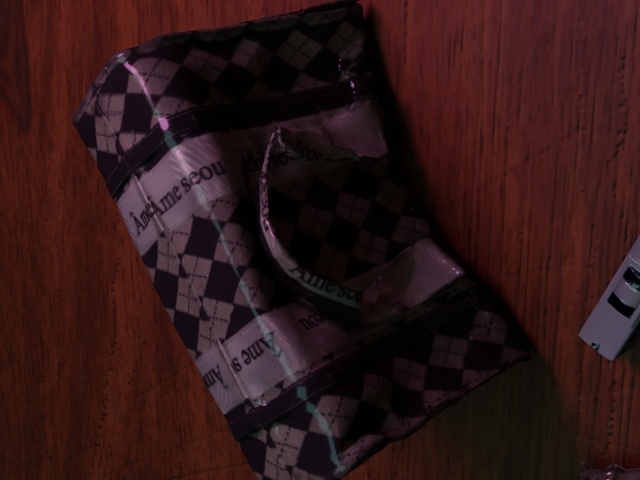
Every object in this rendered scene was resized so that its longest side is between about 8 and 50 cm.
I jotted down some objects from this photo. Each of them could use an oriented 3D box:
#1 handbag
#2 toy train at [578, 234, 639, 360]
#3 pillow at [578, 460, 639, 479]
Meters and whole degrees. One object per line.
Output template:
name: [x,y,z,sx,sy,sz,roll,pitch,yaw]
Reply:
handbag: [0.000,0.000,1.197,0.180,0.317,0.416,-38,77,49]
toy train: [0.292,0.017,1.121,0.043,0.047,0.207,40,129,22]
pillow: [0.308,0.245,1.187,0.241,0.051,0.093,-8,100,44]
